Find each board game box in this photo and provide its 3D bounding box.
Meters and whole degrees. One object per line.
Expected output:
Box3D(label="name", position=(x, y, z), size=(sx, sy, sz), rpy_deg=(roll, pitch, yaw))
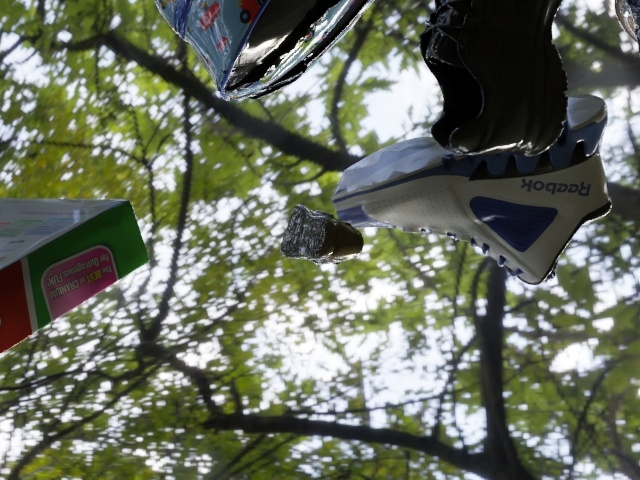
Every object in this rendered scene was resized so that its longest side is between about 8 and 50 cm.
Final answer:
Box3D(label="board game box", position=(-0.345, 0.053, 0.953), size=(0.316, 0.242, 0.064), rpy_deg=(-36, -62, -43))

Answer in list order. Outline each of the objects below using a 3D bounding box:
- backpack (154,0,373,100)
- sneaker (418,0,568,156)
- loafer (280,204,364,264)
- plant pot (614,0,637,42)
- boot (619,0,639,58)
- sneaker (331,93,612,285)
Box3D(label="backpack", position=(-0.017, -0.159, 0.543), size=(0.117, 0.158, 0.173), rpy_deg=(38, -73, 4))
Box3D(label="sneaker", position=(0.152, -0.210, 0.989), size=(0.130, 0.109, 0.287), rpy_deg=(-11, -76, -27))
Box3D(label="loafer", position=(0.000, 0.000, 1.074), size=(0.050, 0.148, 0.056), rpy_deg=(19, -86, -18))
Box3D(label="plant pot", position=(0.319, -0.205, 0.600), size=(0.263, 0.263, 0.229), rpy_deg=(18, -93, -21))
Box3D(label="boot", position=(0.152, -0.131, 0.493), size=(0.069, 0.086, 0.190), rpy_deg=(-38, -41, -28))
Box3D(label="sneaker", position=(0.178, -0.028, 1.205), size=(0.127, 0.315, 0.182), rpy_deg=(-60, -48, -61))
